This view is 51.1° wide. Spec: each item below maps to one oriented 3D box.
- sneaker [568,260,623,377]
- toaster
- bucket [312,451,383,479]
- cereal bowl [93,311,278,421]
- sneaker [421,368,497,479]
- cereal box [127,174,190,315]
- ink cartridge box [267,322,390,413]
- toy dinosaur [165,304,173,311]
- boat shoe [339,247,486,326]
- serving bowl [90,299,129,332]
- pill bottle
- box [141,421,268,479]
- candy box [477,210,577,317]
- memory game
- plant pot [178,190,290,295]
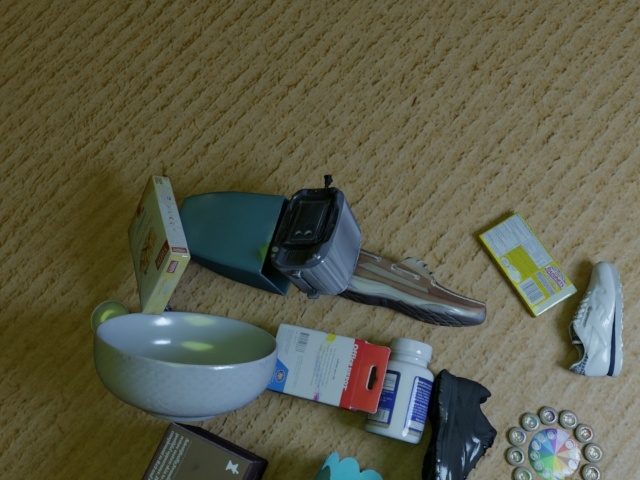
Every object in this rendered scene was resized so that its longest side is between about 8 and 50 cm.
[{"bbox_3d":[0.545,0.152,1.333,0.094,0.090,0.235,2,71,14],"label":"sneaker"},{"bbox_3d":[0.000,0.000,1.315,0.129,0.146,0.227,-1,54,27],"label":"toaster"},{"bbox_3d":[0.068,0.523,1.149,0.281,0.281,0.183,34,90,13],"label":"bucket"},{"bbox_3d":[-0.252,0.240,1.245,0.338,0.339,0.141,8,96,7],"label":"cereal bowl"},{"bbox_3d":[0.262,0.384,1.249,0.130,0.109,0.287,13,62,-1],"label":"sneaker"},{"bbox_3d":[-0.333,0.007,1.357,0.047,0.173,0.240,9,39,-32],"label":"cereal box"},{"bbox_3d":[0.018,0.255,1.317,0.230,0.078,0.134,10,73,17],"label":"ink cartridge box"},{"bbox_3d":[-0.347,0.167,1.397,0.047,0.090,0.082,9,41,22],"label":"toy dinosaur"},{"bbox_3d":[0.182,0.088,1.359,0.324,0.123,0.117,16,72,7],"label":"boat shoe"},{"bbox_3d":[-0.442,0.170,1.421,0.083,0.027,0.084,-1,72,4],"label":"serving bowl"},{"bbox_3d":[0.159,0.290,1.298,0.111,0.112,0.187,13,74,8],"label":"pill bottle"},{"bbox_3d":[-0.215,0.447,1.226,0.166,0.203,0.169,23,75,11],"label":"box"},{"bbox_3d":[0.430,0.049,1.400,0.105,0.027,0.206,-29,73,-8],"label":"candy box"},{"bbox_3d":[0.453,0.415,1.290,0.186,0.012,0.186,-1,72,4],"label":"memory game"},{"bbox_3d":[-0.179,-0.004,1.393,0.234,0.165,0.166,10,73,19],"label":"plant pot"}]
